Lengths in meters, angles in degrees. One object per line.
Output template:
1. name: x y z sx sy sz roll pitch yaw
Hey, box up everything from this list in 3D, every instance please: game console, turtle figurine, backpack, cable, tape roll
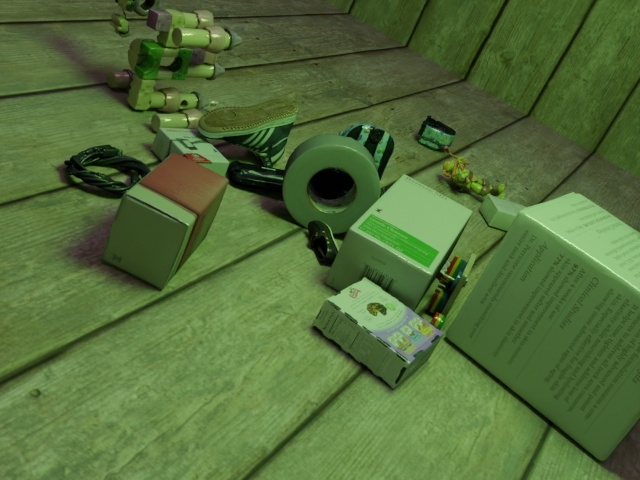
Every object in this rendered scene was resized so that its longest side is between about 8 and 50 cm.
1. game console: -0.049 -0.141 1.959 0.361 0.044 0.213 9 19 -19
2. turtle figurine: 0.448 -0.179 2.432 0.217 0.087 0.269 32 17 -5
3. backpack: 0.108 -0.239 2.145 0.158 0.173 0.117 16 28 -17
4. cable: -0.432 -0.136 1.645 0.150 0.047 0.184 40 27 17
5. tape roll: 0.024 -0.126 1.818 0.219 0.219 0.072 20 26 -12
6. backpack: 0.388 -0.351 2.691 0.114 0.084 0.105 24 27 8

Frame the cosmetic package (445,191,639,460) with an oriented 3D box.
1. cosmetic package: 0.542 0.155 1.639 0.394 0.329 0.327 40 29 24

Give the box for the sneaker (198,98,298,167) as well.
1. sneaker: -0.181 -0.246 1.965 0.282 0.153 0.099 -19 51 -39

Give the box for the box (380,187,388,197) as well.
1. box: 0.226 -0.076 2.117 0.162 0.029 0.116 27 26 0

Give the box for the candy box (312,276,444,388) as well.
1. candy box: 0.110 0.169 1.526 0.196 0.070 0.165 36 29 19

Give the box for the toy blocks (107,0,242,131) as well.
1. toy blocks: -0.344 -0.455 2.027 0.260 0.288 0.309 -10 41 -45

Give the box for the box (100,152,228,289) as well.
1. box: -0.279 -0.041 1.479 0.127 0.148 0.232 26 27 0

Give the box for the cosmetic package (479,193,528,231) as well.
1. cosmetic package: 0.589 -0.057 2.362 0.239 0.060 0.099 16 30 -18

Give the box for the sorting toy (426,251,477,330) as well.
1. sorting toy: 0.281 0.093 1.742 0.046 0.132 0.274 28 26 9

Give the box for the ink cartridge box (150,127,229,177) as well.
1. ink cartridge box: -0.297 -0.193 1.833 0.109 0.063 0.150 -5 39 -45

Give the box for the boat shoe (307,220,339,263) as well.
1. boat shoe: 0.001 -0.001 1.762 0.042 0.049 0.133 16 32 -36

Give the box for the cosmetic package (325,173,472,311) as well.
1. cosmetic package: 0.179 0.012 1.759 0.197 0.155 0.365 29 32 9

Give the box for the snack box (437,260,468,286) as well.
1. snack box: 0.271 0.050 1.933 0.064 0.022 0.178 -5 40 -44
